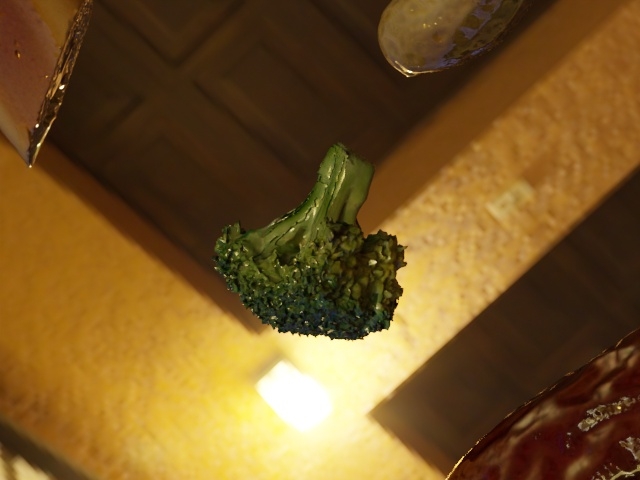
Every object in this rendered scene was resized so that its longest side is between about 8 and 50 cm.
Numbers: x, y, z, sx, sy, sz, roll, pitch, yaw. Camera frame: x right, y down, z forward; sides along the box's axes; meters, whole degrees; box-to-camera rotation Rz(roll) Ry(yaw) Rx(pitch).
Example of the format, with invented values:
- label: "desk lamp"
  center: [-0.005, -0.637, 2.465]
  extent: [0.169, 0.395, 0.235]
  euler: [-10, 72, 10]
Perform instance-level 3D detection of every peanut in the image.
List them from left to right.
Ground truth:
- label: "peanut"
  center: [0.137, -0.238, 1.455]
  extent: [0.120, 0.236, 0.110]
  euler: [5, -131, -48]

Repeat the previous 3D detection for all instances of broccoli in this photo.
- label: "broccoli"
  center: [0.000, 0.000, 1.562]
  extent: [0.194, 0.194, 0.219]
  euler: [46, -178, -9]

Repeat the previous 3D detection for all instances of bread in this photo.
- label: "bread"
  center: [-0.110, -0.081, 0.614]
  extent: [0.103, 0.062, 0.049]
  euler: [58, -160, -32]

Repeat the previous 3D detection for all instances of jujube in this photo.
- label: "jujube"
  center: [0.212, 0.188, 1.142]
  extent: [0.223, 0.318, 0.223]
  euler: [39, -165, -13]
